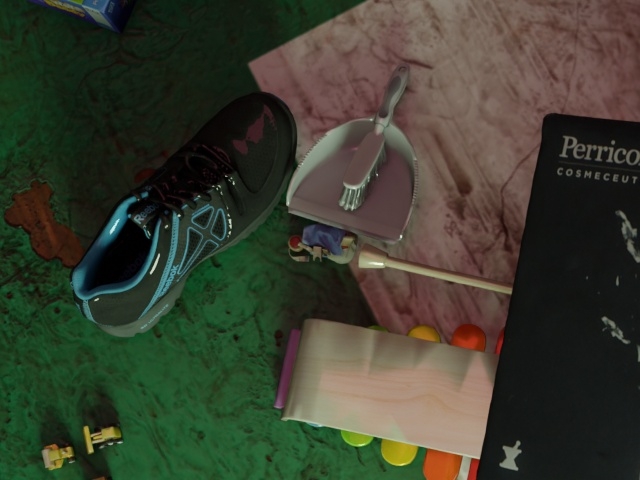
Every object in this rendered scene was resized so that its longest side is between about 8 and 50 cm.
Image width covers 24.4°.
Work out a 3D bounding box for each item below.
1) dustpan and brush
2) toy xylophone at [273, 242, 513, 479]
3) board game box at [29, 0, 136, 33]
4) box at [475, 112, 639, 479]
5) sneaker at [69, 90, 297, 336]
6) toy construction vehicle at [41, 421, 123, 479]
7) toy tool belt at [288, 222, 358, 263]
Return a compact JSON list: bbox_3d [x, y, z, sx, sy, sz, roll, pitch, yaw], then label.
[{"bbox_3d":[0.062,-0.112,1.714,0.147,0.060,0.211,17,60,16],"label":"dustpan and brush"},{"bbox_3d":[0.113,0.142,1.640,0.323,0.081,0.236,19,82,13],"label":"toy xylophone"},{"bbox_3d":[-0.291,-0.458,1.844,0.233,0.078,0.347,20,82,13],"label":"board game box"},{"bbox_3d":[0.431,0.158,1.373,0.480,0.297,0.471,9,85,34],"label":"box"},{"bbox_3d":[-0.152,-0.035,1.696,0.125,0.139,0.341,36,85,17],"label":"sneaker"},{"bbox_3d":[-0.274,0.258,1.706,0.098,0.035,0.085,-13,76,7],"label":"toy construction vehicle"},{"bbox_3d":[0.000,0.000,1.706,0.083,0.051,0.052,3,78,11],"label":"toy tool belt"}]
